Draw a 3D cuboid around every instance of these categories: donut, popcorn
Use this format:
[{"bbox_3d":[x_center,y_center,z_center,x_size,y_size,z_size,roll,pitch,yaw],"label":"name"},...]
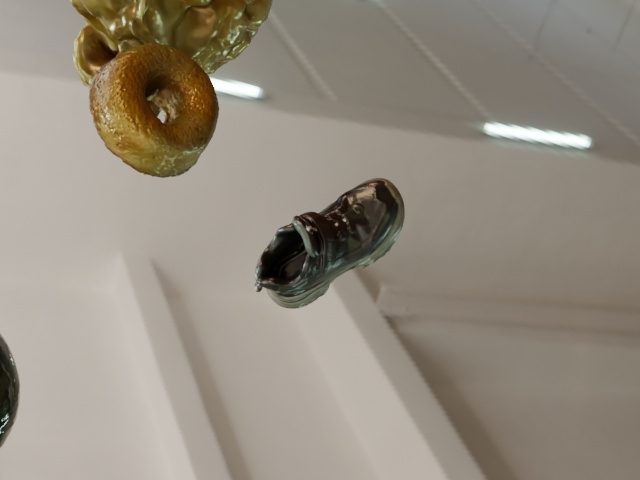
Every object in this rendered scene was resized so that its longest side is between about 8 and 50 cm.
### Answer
[{"bbox_3d":[-0.169,-0.141,1.265,0.152,0.058,0.152,21,-128,-31],"label":"donut"},{"bbox_3d":[-0.181,-0.291,1.399,0.265,0.332,0.225,-6,-147,-43],"label":"popcorn"}]

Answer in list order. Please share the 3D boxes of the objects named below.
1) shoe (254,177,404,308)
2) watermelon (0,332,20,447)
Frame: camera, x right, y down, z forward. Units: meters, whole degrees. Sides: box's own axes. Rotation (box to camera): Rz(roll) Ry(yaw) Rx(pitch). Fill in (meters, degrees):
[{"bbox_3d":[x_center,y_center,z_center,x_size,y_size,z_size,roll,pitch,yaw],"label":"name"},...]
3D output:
[{"bbox_3d":[0.000,0.000,1.150,0.071,0.169,0.099,56,-165,20],"label":"shoe"},{"bbox_3d":[-0.603,0.205,1.807,0.279,0.278,0.359,-4,-159,-38],"label":"watermelon"}]
